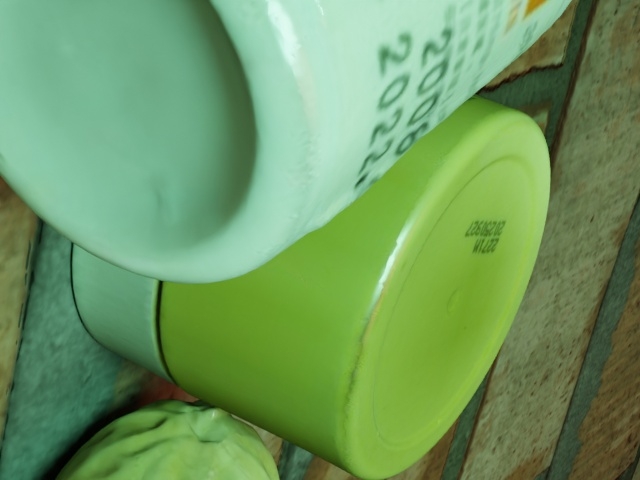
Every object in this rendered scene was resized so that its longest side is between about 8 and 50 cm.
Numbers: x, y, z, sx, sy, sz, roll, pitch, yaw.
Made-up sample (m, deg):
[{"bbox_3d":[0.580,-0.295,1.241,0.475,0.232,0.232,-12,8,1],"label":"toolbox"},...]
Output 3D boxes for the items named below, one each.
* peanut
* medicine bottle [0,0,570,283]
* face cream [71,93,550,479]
[{"bbox_3d":[-0.133,0.210,0.953,0.305,0.147,0.147,-45,149,-27],"label":"peanut"},{"bbox_3d":[0.012,-0.154,0.822,0.371,0.211,0.211,-41,146,-42],"label":"medicine bottle"},{"bbox_3d":[0.000,0.000,0.973,0.218,0.179,0.218,-45,149,-38],"label":"face cream"}]
